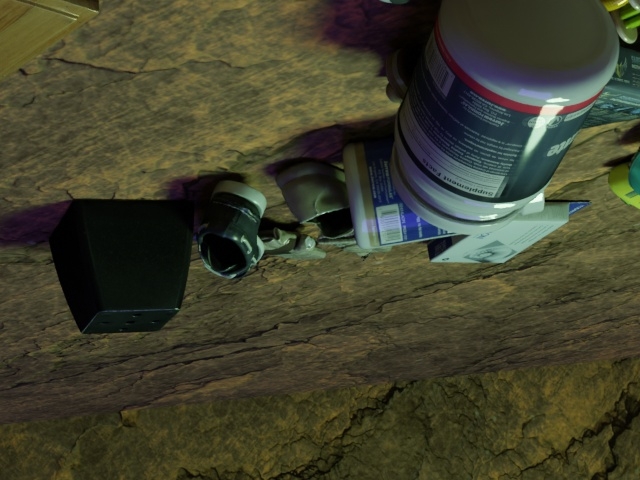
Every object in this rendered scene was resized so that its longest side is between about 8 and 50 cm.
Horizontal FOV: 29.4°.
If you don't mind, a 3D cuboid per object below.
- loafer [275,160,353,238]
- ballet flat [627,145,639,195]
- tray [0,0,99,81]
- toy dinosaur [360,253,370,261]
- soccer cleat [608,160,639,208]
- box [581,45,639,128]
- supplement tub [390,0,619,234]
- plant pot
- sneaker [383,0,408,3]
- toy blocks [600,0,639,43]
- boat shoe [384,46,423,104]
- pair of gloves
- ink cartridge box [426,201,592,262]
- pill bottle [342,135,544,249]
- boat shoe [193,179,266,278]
[{"bbox_3d":[0.036,-0.048,1.840,0.102,0.092,0.268,-23,158,38],"label":"loafer"},{"bbox_3d":[0.594,-0.158,1.707,0.147,0.147,0.409,-2,162,-20],"label":"ballet flat"},{"bbox_3d":[-0.423,-0.191,1.205,0.411,0.076,0.203,-22,158,40],"label":"tray"},{"bbox_3d":[0.081,-0.001,2.141,0.090,0.047,0.082,-43,175,-43],"label":"toy dinosaur"},{"bbox_3d":[0.594,-0.082,1.897,0.289,0.093,0.121,18,152,20],"label":"soccer cleat"},{"bbox_3d":[0.330,-0.186,1.508,0.183,0.059,0.232,-7,175,44],"label":"box"},{"bbox_3d":[0.190,-0.150,1.330,0.191,0.191,0.272,-3,147,-16],"label":"supplement tub"},{"bbox_3d":[-0.298,0.047,1.865,0.187,0.167,0.188,-1,160,-25],"label":"plant pot"},{"bbox_3d":[-0.025,-0.279,1.089,0.145,0.090,0.270,-14,158,21],"label":"sneaker"},{"bbox_3d":[0.311,-0.250,1.390,0.148,0.054,0.123,-20,161,37],"label":"toy blocks"},{"bbox_3d":[0.112,-0.185,1.500,0.072,0.068,0.190,1,167,27],"label":"boat shoe"},{"bbox_3d":[0.000,0.000,2.026,0.240,0.042,0.204,-5,172,29],"label":"pair of gloves"},{"bbox_3d":[0.337,-0.013,2.172,0.224,0.045,0.223,-1,161,-23],"label":"ink cartridge box"},{"bbox_3d":[0.170,-0.080,1.700,0.264,0.153,0.153,-9,163,2],"label":"pill bottle"},{"bbox_3d":[-0.148,0.006,1.881,0.114,0.091,0.302,19,158,5],"label":"boat shoe"}]
